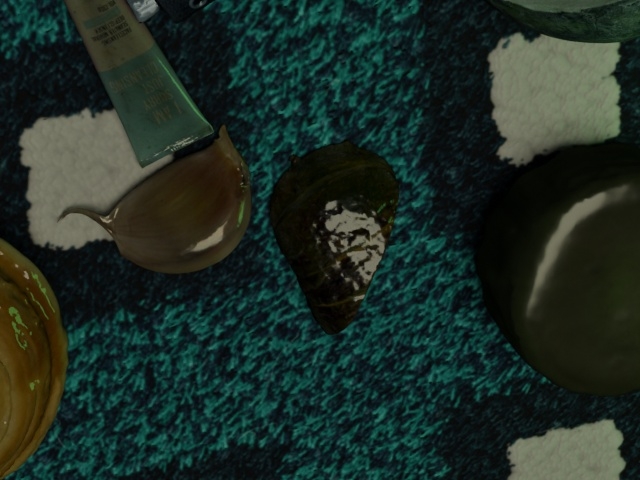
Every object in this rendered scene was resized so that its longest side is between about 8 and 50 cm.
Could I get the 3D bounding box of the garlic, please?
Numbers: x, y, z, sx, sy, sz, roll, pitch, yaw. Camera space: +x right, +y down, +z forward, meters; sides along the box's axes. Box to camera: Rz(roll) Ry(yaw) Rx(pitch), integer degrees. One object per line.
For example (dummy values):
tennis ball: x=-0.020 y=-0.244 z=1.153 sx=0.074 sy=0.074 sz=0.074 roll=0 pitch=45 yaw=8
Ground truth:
garlic: x=-0.206 y=-0.019 z=1.856 sx=0.267 sy=0.148 sz=0.128 roll=-24 pitch=153 yaw=-9

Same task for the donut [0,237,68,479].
donut: x=-0.550 y=0.164 z=1.781 sx=0.449 sy=0.198 sz=0.448 roll=-5 pitch=112 yaw=-14

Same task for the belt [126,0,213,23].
belt: x=-0.211 y=-0.366 z=1.683 sx=0.128 sy=0.122 sz=0.218 roll=-30 pitch=118 yaw=2

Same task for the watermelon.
watermelon: x=0.384 y=-0.366 z=1.818 sx=0.290 sy=0.320 sz=0.213 roll=-2 pitch=88 yaw=-47

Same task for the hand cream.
hand cream: x=-0.253 y=-0.236 z=1.761 sx=0.111 sy=0.070 sz=0.312 roll=-29 pitch=120 yaw=-1

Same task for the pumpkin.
pumpkin: x=-0.001 y=0.004 z=1.912 sx=0.163 sy=0.111 sz=0.278 roll=19 pitch=108 yaw=-17

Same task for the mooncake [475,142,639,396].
mooncake: x=0.409 y=0.036 z=1.990 sx=0.356 sy=0.194 sz=0.356 roll=-4 pitch=110 yaw=-12
